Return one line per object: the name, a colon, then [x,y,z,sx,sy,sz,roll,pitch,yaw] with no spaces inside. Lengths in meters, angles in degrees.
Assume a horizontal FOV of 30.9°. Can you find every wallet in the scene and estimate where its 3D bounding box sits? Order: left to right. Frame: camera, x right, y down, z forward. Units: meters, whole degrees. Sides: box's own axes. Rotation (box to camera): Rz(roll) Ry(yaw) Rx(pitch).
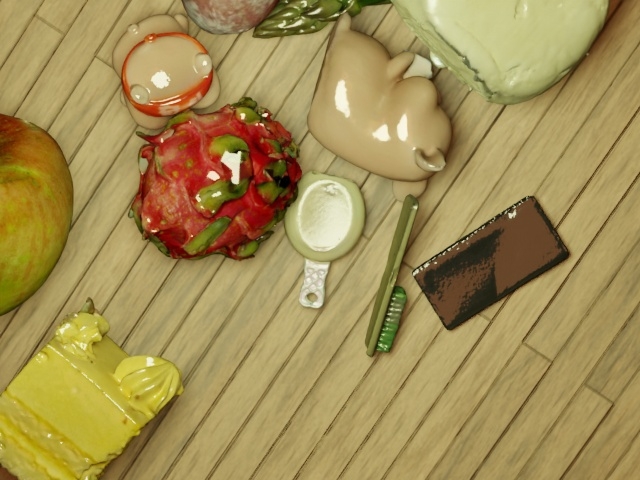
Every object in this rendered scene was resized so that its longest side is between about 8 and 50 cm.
wallet: [0.284,0.039,1.946,0.244,0.025,0.124,-33,92,3]

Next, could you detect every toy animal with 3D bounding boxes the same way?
toy animal: [-0.250,-0.273,1.867,0.171,0.197,0.171,-11,124,-16]
toy animal: [0.098,-0.212,1.870,0.256,0.195,0.213,26,74,1]

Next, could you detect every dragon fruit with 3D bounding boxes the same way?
dragon fruit: [-0.173,-0.088,1.864,0.303,0.237,0.231,-45,66,16]

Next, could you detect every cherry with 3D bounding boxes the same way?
cherry: [-0.135,-0.466,1.826,0.213,0.236,0.285,11,109,21]

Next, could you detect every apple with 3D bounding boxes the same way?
apple: [-0.561,-0.037,1.834,0.340,0.339,0.339,0,94,3]

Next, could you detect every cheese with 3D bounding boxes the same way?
cheese: [0.000,0.000,1.940,0.137,0.064,0.227,9,95,4]

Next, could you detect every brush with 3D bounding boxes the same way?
brush: [0.126,0.063,1.906,0.048,0.054,0.282,9,112,-12]

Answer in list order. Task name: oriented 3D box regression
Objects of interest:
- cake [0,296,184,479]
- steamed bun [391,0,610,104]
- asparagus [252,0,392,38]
cake: [-0.382,0.258,1.897,0.227,0.222,0.286,40,95,-2]
steamed bun: [0.277,-0.403,1.814,0.312,0.233,0.334,-39,116,0]
asparagus: [0.019,-0.393,1.907,0.287,0.080,0.080,-22,92,2]
